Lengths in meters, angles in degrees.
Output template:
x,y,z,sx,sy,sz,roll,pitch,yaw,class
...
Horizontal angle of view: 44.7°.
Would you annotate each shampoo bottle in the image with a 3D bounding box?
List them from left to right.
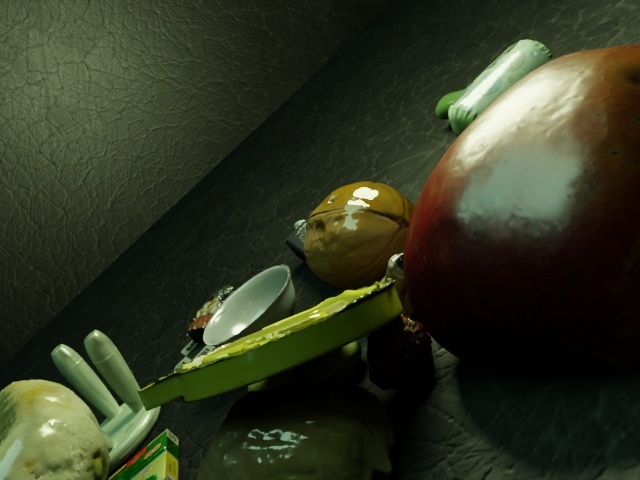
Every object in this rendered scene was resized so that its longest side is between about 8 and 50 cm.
x,y,z,sx,sy,sz,roll,pitch,yaw,class
0.000,-0.001,1.452,0.098,0.071,0.309,-43,18,-5,shampoo bottle

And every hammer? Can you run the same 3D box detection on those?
x,y,z,sx,sy,sz,roll,pitch,yaw,class
0.289,-0.249,1.422,0.206,0.119,0.335,-42,11,-7,hammer

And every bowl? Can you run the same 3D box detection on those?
x,y,z,sx,sy,sz,roll,pitch,yaw,class
-0.101,0.135,1.319,0.189,0.086,0.189,-34,20,14,bowl

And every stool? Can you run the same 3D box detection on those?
x,y,z,sx,sy,sz,roll,pitch,yaw,class
-0.422,0.300,1.398,0.195,0.198,0.195,-21,28,44,stool

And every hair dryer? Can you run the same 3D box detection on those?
x,y,z,sx,sy,sz,roll,pitch,yaw,class
0.102,0.058,1.013,0.117,0.064,0.181,-47,-15,-21,hair dryer

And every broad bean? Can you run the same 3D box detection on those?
x,y,z,sx,sy,sz,roll,pitch,yaw,class
-0.024,0.182,1.055,0.174,0.082,0.124,-41,16,3,broad bean

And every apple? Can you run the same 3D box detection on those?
x,y,z,sx,sy,sz,roll,pitch,yaw,class
0.264,-0.030,0.838,0.329,0.295,0.365,23,73,28,apple

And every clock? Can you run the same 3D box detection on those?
x,y,z,sx,sy,sz,roll,pitch,yaw,class
-0.036,0.130,0.911,0.293,0.071,0.277,-24,-2,24,clock

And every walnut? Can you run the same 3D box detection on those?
x,y,z,sx,sy,sz,roll,pitch,yaw,class
-0.038,0.242,0.861,0.238,0.141,0.204,-45,23,-5,walnut
0.062,-0.006,1.206,0.207,0.167,0.167,-13,32,54,walnut

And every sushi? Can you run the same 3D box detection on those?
x,y,z,sx,sy,sz,roll,pitch,yaw,class
-0.211,0.146,1.572,0.231,0.047,0.219,-35,19,17,sushi

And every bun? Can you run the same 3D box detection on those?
x,y,z,sx,sy,sz,roll,pitch,yaw,class
-0.424,0.386,1.117,0.365,0.219,0.365,-46,27,31,bun

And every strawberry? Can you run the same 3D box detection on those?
x,y,z,sx,sy,sz,roll,pitch,yaw,class
0.093,0.135,0.937,0.096,0.083,0.083,-50,20,-27,strawberry

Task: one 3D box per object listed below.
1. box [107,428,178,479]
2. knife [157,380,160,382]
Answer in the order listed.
x,y,z,sx,sy,sz,roll,pitch,yaw,class
-0.266,0.383,1.146,0.132,0.034,0.235,-41,17,3,box
-0.221,0.249,1.398,0.293,0.020,0.043,-20,25,45,knife
